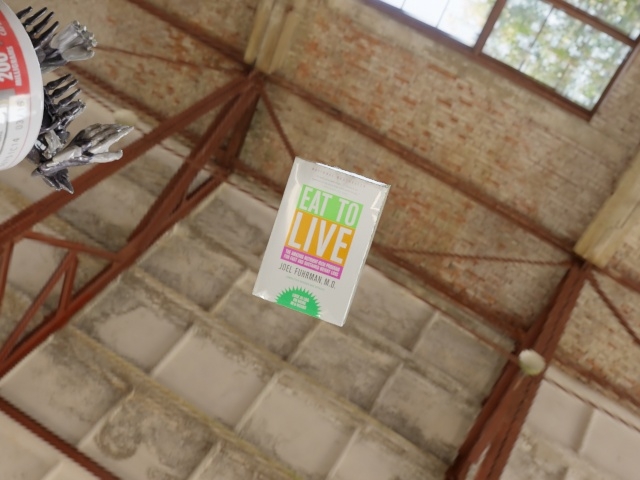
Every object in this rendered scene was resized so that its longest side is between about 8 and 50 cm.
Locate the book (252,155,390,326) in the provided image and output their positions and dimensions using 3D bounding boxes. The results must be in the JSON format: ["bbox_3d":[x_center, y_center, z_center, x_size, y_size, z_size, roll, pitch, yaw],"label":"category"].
[{"bbox_3d":[0.000,0.000,0.881,0.096,0.144,0.035,19,-169,7],"label":"book"}]

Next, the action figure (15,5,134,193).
[{"bbox_3d":[-0.282,-0.144,0.963,0.141,0.276,0.164,-26,-88,-13],"label":"action figure"}]

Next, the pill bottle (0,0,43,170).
[{"bbox_3d":[-0.377,-0.109,0.693,0.161,0.161,0.283,41,-145,21],"label":"pill bottle"}]
